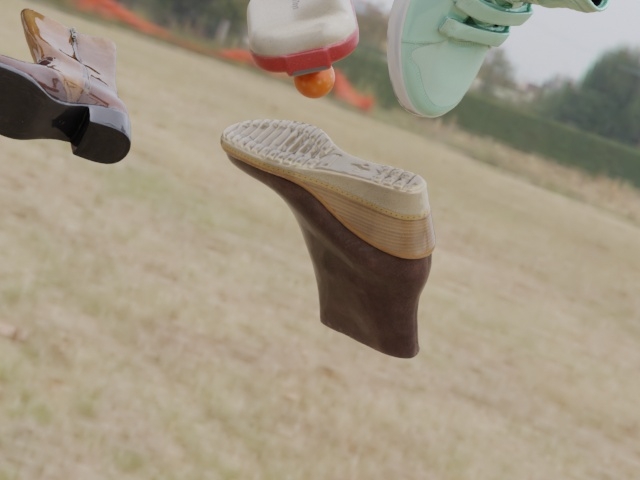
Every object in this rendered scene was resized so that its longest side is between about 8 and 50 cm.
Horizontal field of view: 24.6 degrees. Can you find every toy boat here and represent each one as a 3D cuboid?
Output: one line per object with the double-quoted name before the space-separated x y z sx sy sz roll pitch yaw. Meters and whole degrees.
"toy boat" -0.019 -0.270 2.050 0.151 0.151 0.231 -11 30 3

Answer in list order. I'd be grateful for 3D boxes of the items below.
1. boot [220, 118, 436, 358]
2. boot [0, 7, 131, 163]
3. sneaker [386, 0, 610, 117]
"boot" 0.000 0.000 1.485 0.248 0.207 0.090 22 38 27
"boot" -0.378 -0.245 1.981 0.264 0.096 0.280 16 33 -27
"sneaker" 0.144 -0.184 1.150 0.094 0.256 0.151 -4 37 -37
